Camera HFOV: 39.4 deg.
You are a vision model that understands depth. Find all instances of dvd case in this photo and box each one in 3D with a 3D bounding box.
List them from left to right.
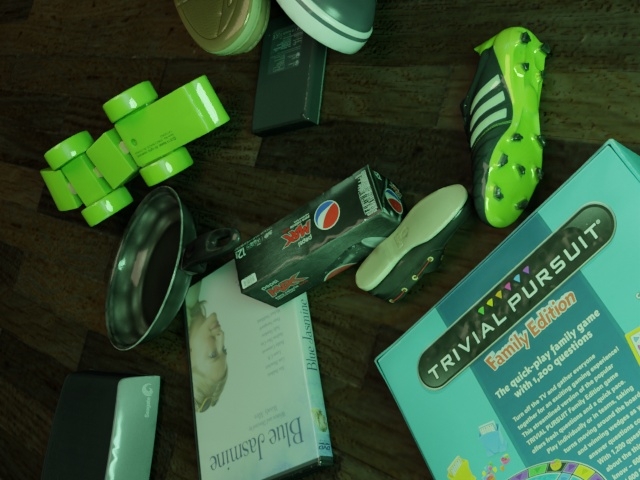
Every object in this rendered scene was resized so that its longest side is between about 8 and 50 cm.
[{"bbox_3d":[-0.074,0.132,0.922,0.180,0.022,0.253,-31,56,35],"label":"dvd case"}]

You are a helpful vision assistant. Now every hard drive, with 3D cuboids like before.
[{"bbox_3d":[-0.268,0.280,1.051,0.172,0.054,0.255,-4,74,45],"label":"hard drive"},{"bbox_3d":[-0.034,-0.186,0.984,0.094,0.022,0.135,-6,73,45],"label":"hard drive"}]

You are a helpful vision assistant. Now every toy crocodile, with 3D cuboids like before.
[{"bbox_3d":[-0.242,-0.114,1.127,0.340,0.105,0.115,-26,101,37],"label":"toy crocodile"}]

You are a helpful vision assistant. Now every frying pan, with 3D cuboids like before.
[{"bbox_3d":[-0.161,0.003,1.003,0.326,0.053,0.197,-39,44,41],"label":"frying pan"}]

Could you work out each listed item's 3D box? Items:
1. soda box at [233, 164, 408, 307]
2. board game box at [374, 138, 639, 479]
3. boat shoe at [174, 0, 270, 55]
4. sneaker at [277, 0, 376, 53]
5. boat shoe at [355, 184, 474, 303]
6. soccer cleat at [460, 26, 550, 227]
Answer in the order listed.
[{"bbox_3d":[0.000,0.000,0.844,0.169,0.060,0.053,-30,56,26],"label":"soda box"},{"bbox_3d":[0.205,0.141,0.586,0.254,0.079,0.336,-47,48,26],"label":"board game box"},{"bbox_3d":[-0.099,-0.338,1.041,0.121,0.110,0.341,-29,54,27],"label":"boat shoe"},{"bbox_3d":[0.003,-0.340,0.922,0.127,0.126,0.321,-44,48,35],"label":"sneaker"},{"bbox_3d":[0.088,0.004,0.784,0.133,0.042,0.049,-47,28,25],"label":"boat shoe"},{"bbox_3d":[0.148,-0.092,0.745,0.072,0.060,0.179,-13,61,54],"label":"soccer cleat"}]
